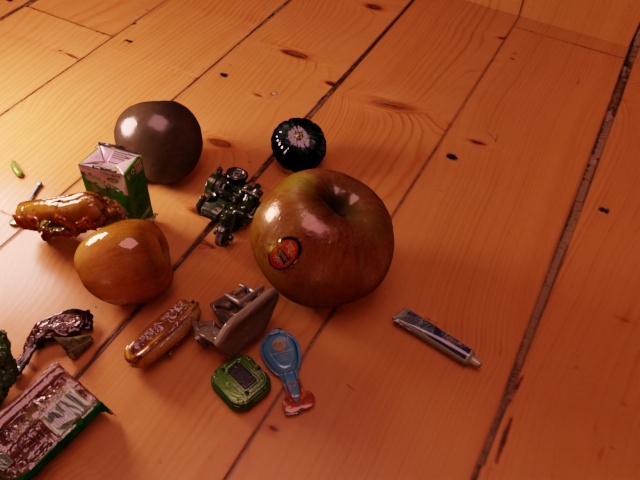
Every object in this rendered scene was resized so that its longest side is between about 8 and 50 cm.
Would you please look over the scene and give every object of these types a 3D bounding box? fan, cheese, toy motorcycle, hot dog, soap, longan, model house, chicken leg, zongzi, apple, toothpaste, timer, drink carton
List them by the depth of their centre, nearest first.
[{"bbox_3d":[-0.655,0.433,1.473,0.217,0.098,0.273,37,56,9],"label":"soap"},{"bbox_3d":[-0.203,0.361,1.610,0.128,0.047,0.140,-34,59,-29],"label":"timer"},{"bbox_3d":[-0.088,0.336,1.647,0.106,0.037,0.256,-14,52,-13],"label":"cheese"},{"bbox_3d":[-0.648,0.259,1.658,0.040,0.083,0.076,-9,31,45],"label":"zongzi"},{"bbox_3d":[-0.722,0.260,1.673,0.106,0.051,0.253,39,61,21],"label":"chicken leg"},{"bbox_3d":[-0.236,0.203,1.685,0.188,0.122,0.229,17,45,41],"label":"model house"},{"bbox_3d":[-0.410,0.249,1.686,0.104,0.076,0.250,14,43,35],"label":"hot dog"},{"bbox_3d":[0.321,0.268,1.724,0.268,0.047,0.069,31,67,26],"label":"toothpaste"},{"bbox_3d":[-0.541,0.065,1.748,0.240,0.242,0.242,-17,51,-1],"label":"apple"},{"bbox_3d":[0.000,0.000,1.768,0.400,0.334,0.400,14,46,-16],"label":"apple"},{"bbox_3d":[-0.731,-0.063,1.822,0.348,0.158,0.117,-5,78,25],"label":"hot dog"},{"bbox_3d":[-0.599,-0.145,1.882,0.161,0.271,0.108,15,47,12],"label":"drink carton"},{"bbox_3d":[-0.297,-0.117,1.972,0.205,0.127,0.275,23,48,13],"label":"toy motorcycle"},{"bbox_3d":[-0.937,-0.119,2.012,0.038,0.016,0.193,7,49,6],"label":"fan"},{"bbox_3d":[-0.537,-0.323,2.071,0.300,0.243,0.301,-4,79,19],"label":"longan"}]

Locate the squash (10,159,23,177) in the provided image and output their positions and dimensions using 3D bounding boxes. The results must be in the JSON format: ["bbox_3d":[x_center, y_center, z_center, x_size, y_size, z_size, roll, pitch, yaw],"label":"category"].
[{"bbox_3d":[-1.019,-0.241,2.109,0.027,0.027,0.089,-29,55,-25],"label":"squash"}]

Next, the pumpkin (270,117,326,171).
[{"bbox_3d":[-0.075,-0.325,2.147,0.194,0.150,0.194,3,49,-4],"label":"pumpkin"}]

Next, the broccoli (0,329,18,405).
[{"bbox_3d":[-0.859,0.309,1.476,0.269,0.270,0.270,0,92,11],"label":"broccoli"}]
